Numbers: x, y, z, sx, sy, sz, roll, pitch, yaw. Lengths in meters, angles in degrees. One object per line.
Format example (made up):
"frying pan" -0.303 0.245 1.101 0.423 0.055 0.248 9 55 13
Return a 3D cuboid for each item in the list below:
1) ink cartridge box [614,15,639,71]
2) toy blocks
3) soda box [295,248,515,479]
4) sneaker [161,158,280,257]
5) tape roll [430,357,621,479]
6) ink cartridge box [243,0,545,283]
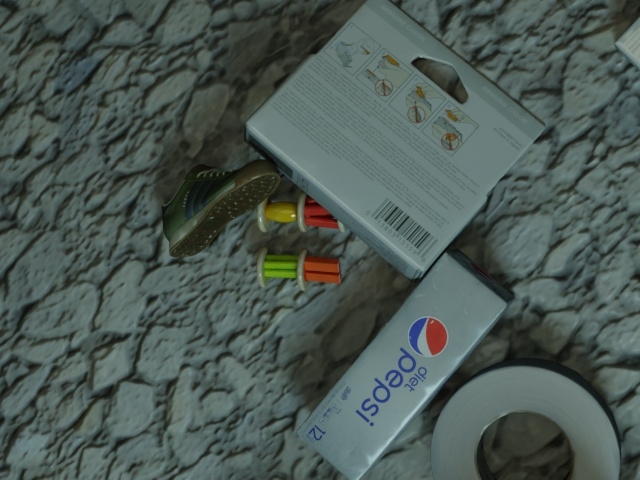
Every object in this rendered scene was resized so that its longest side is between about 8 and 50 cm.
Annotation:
"ink cartridge box" 0.416 -0.211 1.603 0.135 0.056 0.099 44 101 8
"toy blocks" 0.000 0.000 1.715 0.148 0.054 0.123 1 93 13
"soda box" 0.102 0.148 1.681 0.098 0.091 0.286 40 101 9
"sneaker" -0.131 -0.062 1.715 0.192 0.064 0.086 -39 60 34
"tape roll" 0.242 0.250 1.664 0.219 0.072 0.219 1 94 13
"ink cartridge box" 0.087 -0.126 1.681 0.275 0.060 0.239 40 73 8
